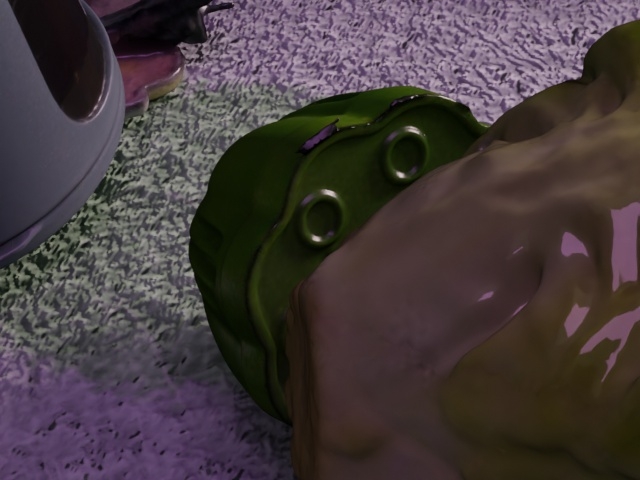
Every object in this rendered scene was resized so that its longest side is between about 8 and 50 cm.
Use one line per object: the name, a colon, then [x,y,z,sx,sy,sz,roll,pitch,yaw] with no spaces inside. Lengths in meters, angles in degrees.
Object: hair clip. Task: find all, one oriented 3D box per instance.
hair clip: [-0.142,-0.124,1.218,0.187,0.056,0.146,-17,43,-2]

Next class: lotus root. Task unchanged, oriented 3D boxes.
lotus root: [0.000,0.000,0.987,0.186,0.186,0.186,-2,41,2]

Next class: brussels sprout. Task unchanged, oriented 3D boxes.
brussels sprout: [0.147,0.052,0.825,0.316,0.243,0.274,-29,62,-13]

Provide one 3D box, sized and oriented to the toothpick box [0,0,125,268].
toothpick box: [-0.267,-0.156,1.005,0.263,0.355,0.263,-7,48,8]
